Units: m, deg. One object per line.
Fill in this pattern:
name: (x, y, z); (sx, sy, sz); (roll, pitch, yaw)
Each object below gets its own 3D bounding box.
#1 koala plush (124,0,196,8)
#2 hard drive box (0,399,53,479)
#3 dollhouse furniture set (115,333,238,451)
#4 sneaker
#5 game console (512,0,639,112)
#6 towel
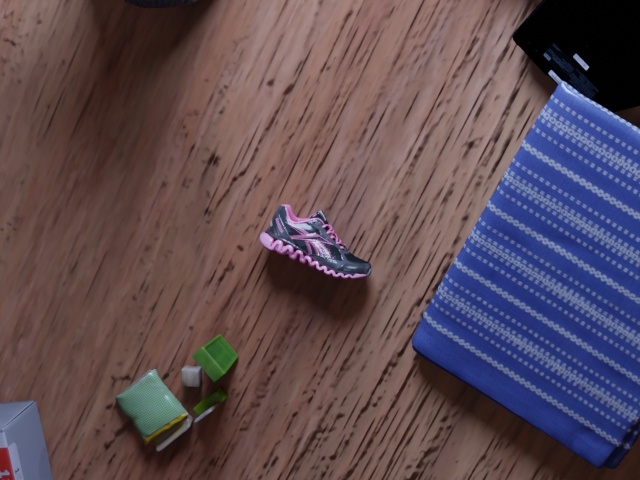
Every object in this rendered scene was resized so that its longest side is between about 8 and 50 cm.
koala plush: (-0.173, -0.305, 1.438); (0.196, 0.221, 0.203); (23, 108, 8)
hard drive box: (-0.418, 0.282, 1.721); (0.232, 0.089, 0.181); (-7, 102, 16)
dollhouse furniture set: (-0.154, 0.164, 1.637); (0.152, 0.058, 0.076); (-39, 91, 20)
sneaker: (0.000, 0.000, 1.567); (0.119, 0.047, 0.057); (23, 97, 7)
game console: (0.205, -0.288, 1.398); (0.361, 0.044, 0.213); (48, 138, 5)
towel: (0.254, 0.043, 1.479); (0.243, 0.040, 0.336); (32, 121, 8)
